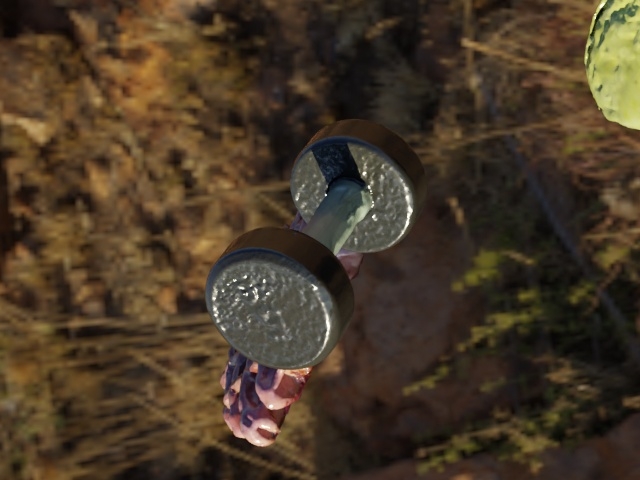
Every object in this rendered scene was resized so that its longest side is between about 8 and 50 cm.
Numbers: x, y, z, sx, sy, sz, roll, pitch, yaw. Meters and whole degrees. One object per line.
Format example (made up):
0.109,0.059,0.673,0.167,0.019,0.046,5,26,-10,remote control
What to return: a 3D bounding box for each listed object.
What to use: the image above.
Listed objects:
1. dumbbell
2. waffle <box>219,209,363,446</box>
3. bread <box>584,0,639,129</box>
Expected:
0.000,0.000,1.143,0.100,0.191,0.100,13,126,18,dumbbell
-0.027,0.060,1.384,0.221,0.055,0.234,-102,36,-72,waffle
0.246,-0.129,1.116,0.111,0.114,0.129,-22,75,48,bread
